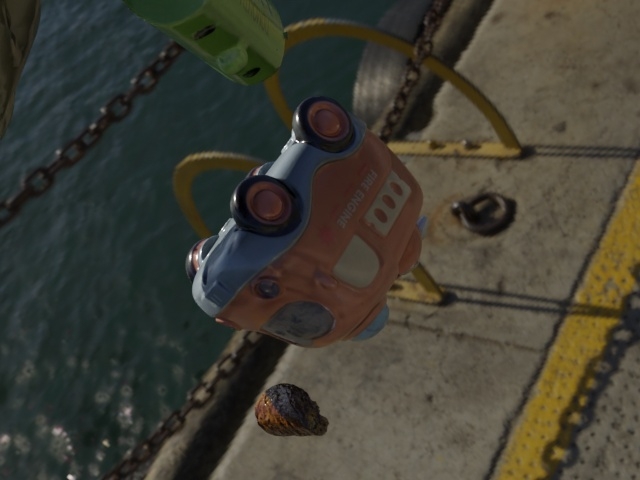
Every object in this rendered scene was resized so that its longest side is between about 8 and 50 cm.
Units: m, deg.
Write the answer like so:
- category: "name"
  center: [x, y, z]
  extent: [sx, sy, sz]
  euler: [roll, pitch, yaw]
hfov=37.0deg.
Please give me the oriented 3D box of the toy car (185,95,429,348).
- category: "toy car"
  center: [0.000, 0.000, 1.028]
  extent: [0.270, 0.212, 0.180]
  euler: [-56, 7, -34]

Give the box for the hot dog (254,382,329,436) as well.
- category: "hot dog"
  center: [-0.026, 0.161, 0.890]
  extent: [0.083, 0.058, 0.035]
  euler: [-14, 32, 51]

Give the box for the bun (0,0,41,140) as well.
- category: "bun"
  center: [-0.284, -0.159, 0.603]
  extent: [0.360, 0.211, 0.359]
  euler: [-167, 90, -76]

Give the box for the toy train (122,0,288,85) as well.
- category: "toy train"
  center: [-0.088, -0.189, 0.675]
  extent: [0.105, 0.253, 0.157]
  euler: [-25, 85, 8]
